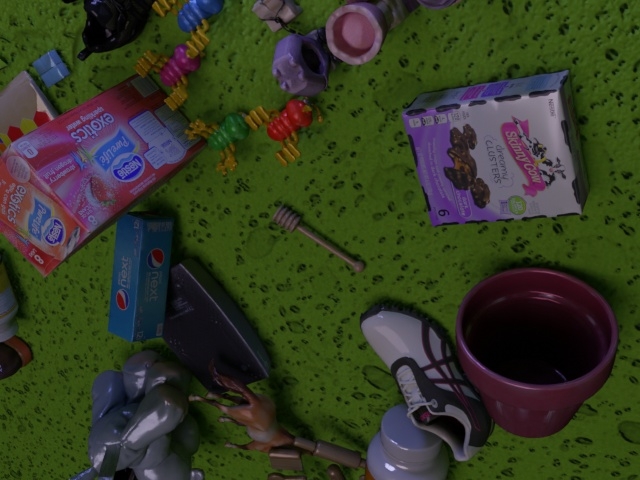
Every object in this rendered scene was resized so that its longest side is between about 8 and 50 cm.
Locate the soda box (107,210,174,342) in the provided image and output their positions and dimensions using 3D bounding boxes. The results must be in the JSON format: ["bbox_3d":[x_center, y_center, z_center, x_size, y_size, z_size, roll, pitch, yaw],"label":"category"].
[{"bbox_3d":[-0.302,0.058,1.293,0.071,0.067,0.210,15,102,38],"label":"soda box"}]

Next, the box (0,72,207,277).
[{"bbox_3d":[-0.320,-0.103,1.106,0.154,0.300,0.142,48,127,-9],"label":"box"}]

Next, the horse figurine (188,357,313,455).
[{"bbox_3d":[-0.126,0.319,1.384,0.175,0.066,0.263,4,137,25],"label":"horse figurine"}]

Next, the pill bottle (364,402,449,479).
[{"bbox_3d":[0.142,0.395,1.288,0.136,0.136,0.245,15,126,19],"label":"pill bottle"}]

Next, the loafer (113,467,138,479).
[{"bbox_3d":[-0.404,0.416,1.618,0.109,0.095,0.302,17,126,18],"label":"loafer"}]

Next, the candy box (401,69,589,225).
[{"bbox_3d":[0.220,-0.110,0.963,0.196,0.070,0.164,-4,117,31],"label":"candy box"}]

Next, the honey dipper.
[{"bbox_3d":[0.000,0.000,1.181,0.161,0.030,0.030,32,130,2],"label":"honey dipper"}]

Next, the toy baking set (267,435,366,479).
[{"bbox_3d":[0.019,0.435,1.421,0.256,0.030,0.196,18,134,-6],"label":"toy baking set"}]

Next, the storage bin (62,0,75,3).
[{"bbox_3d":[-0.311,-0.418,1.013,0.084,0.122,0.180,39,130,1],"label":"storage bin"}]

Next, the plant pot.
[{"bbox_3d":[0.286,0.167,1.042,0.201,0.201,0.180,12,139,21],"label":"plant pot"}]

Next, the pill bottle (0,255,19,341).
[{"bbox_3d":[-0.677,0.114,1.564,0.103,0.103,0.184,8,123,23],"label":"pill bottle"}]

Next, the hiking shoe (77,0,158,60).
[{"bbox_3d":[-0.261,-0.335,1.041,0.086,0.114,0.227,32,132,-7],"label":"hiking shoe"}]

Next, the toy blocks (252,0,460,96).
[{"bbox_3d":[-0.022,-0.312,0.840,0.309,0.260,0.288,-25,107,37],"label":"toy blocks"}]

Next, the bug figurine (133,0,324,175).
[{"bbox_3d":[-0.135,-0.220,1.080,0.216,0.072,0.279,-24,111,44],"label":"bug figurine"}]

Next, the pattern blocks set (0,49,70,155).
[{"bbox_3d":[-0.509,-0.192,1.327,0.325,0.026,0.285,-7,116,31],"label":"pattern blocks set"}]

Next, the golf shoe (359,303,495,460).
[{"bbox_3d":[0.161,0.210,1.173,0.273,0.120,0.105,42,132,-1],"label":"golf shoe"}]

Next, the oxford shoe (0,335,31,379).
[{"bbox_3d":[-0.775,0.232,1.694,0.271,0.098,0.096,14,125,20],"label":"oxford shoe"}]

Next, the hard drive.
[{"bbox_3d":[-0.208,0.153,1.372,0.172,0.054,0.254,-26,106,38],"label":"hard drive"}]

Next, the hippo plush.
[{"bbox_3d":[-0.300,0.375,1.449,0.234,0.294,0.236,-21,129,21],"label":"hippo plush"}]
